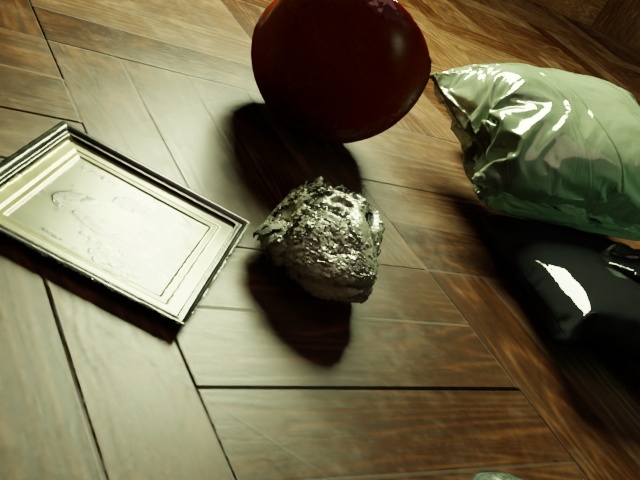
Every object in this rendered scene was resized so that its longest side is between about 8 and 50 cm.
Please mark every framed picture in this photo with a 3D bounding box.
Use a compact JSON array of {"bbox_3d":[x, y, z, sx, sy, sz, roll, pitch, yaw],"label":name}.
[{"bbox_3d":[-0.166,-0.021,0.690,0.195,0.010,0.199,29,27,-3],"label":"framed picture"}]

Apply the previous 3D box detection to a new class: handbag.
[{"bbox_3d":[0.310,0.055,0.944,0.211,0.088,0.254,11,26,-17],"label":"handbag"}]

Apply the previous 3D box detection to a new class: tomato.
[{"bbox_3d":[0.007,-0.192,0.988,0.200,0.139,0.233,41,-18,-13],"label":"tomato"}]

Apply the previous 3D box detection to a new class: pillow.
[{"bbox_3d":[0.301,-0.126,1.085,0.310,0.138,0.283,7,42,-13],"label":"pillow"}]

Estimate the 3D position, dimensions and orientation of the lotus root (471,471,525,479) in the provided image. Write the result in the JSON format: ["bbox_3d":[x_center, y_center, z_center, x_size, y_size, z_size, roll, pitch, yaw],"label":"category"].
[{"bbox_3d":[0.163,0.227,0.451,0.158,0.140,0.322,17,27,-23],"label":"lotus root"}]

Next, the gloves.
[{"bbox_3d":[0.003,-0.003,0.757,0.114,0.070,0.153,27,29,-6],"label":"gloves"}]
